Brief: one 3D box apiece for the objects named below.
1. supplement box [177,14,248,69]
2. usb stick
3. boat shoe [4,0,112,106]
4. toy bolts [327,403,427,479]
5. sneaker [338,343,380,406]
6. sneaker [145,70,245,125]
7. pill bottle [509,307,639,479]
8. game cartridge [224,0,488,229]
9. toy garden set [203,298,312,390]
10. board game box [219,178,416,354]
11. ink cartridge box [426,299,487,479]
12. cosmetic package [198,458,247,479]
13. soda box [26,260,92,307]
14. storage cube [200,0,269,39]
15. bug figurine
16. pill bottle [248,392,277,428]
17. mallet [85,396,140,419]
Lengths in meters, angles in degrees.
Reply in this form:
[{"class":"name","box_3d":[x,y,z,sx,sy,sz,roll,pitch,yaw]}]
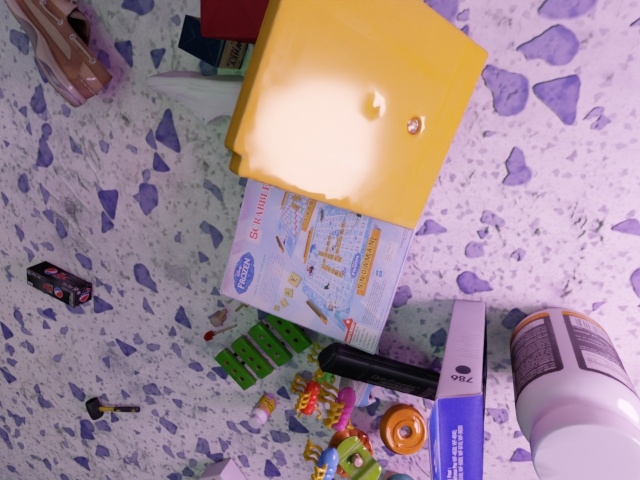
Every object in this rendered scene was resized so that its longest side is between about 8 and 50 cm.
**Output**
[{"class":"supplement box","box_3d":[-0.187,-0.347,0.737,0.083,0.083,0.056,31,117,8]},{"class":"usb stick","box_3d":[0.128,0.251,0.795,0.278,0.045,0.077,21,132,-18]},{"class":"boat shoe","box_3d":[-0.519,-0.424,0.834,0.116,0.123,0.324,-29,88,-6]},{"class":"toy bolts","box_3d":[0.149,0.481,0.919,0.218,0.158,0.228,-35,83,-12]},{"class":"sneaker","box_3d":[0.093,0.231,0.858,0.086,0.085,0.237,4,108,-15]},{"class":"sneaker","box_3d":[-0.235,-0.267,0.796,0.212,0.080,0.094,12,125,15]},{"class":"pill bottle","box_3d":[0.376,0.231,0.626,0.162,0.278,0.162,8,112,19]},{"class":"game cartridge","box_3d":[0.058,-0.182,0.559,0.052,0.323,0.285,36,107,55]},{"class":"toy garden set","box_3d":[-0.161,0.208,0.958,0.244,0.049,0.204,-40,94,29]},{"class":"board game box","box_3d":[0.000,0.000,0.766,0.318,0.066,0.319,19,101,14]},{"class":"ink cartridge box","box_3d":[0.226,0.240,0.657,0.065,0.332,0.165,1,111,24]},{"class":"cosmetic package","box_3d":[-0.230,0.732,1.170,0.099,0.060,0.239,-30,97,27]},{"class":"soda box","box_3d":[-0.699,0.116,1.121,0.169,0.060,0.053,22,114,13]},{"class":"storage cube","box_3d":[-0.042,-0.381,0.603,0.193,0.215,0.184,12,114,24]},{"class":"bug figurine","box_3d":[0.006,0.343,0.844,0.072,0.279,0.216,13,109,-15]},{"class":"pill bottle","box_3d":[-0.139,0.408,1.001,0.043,0.083,0.043,7,112,18]},{"class":"mallet","box_3d":[-0.619,0.514,1.256,0.189,0.039,0.062,0,108,17]}]
